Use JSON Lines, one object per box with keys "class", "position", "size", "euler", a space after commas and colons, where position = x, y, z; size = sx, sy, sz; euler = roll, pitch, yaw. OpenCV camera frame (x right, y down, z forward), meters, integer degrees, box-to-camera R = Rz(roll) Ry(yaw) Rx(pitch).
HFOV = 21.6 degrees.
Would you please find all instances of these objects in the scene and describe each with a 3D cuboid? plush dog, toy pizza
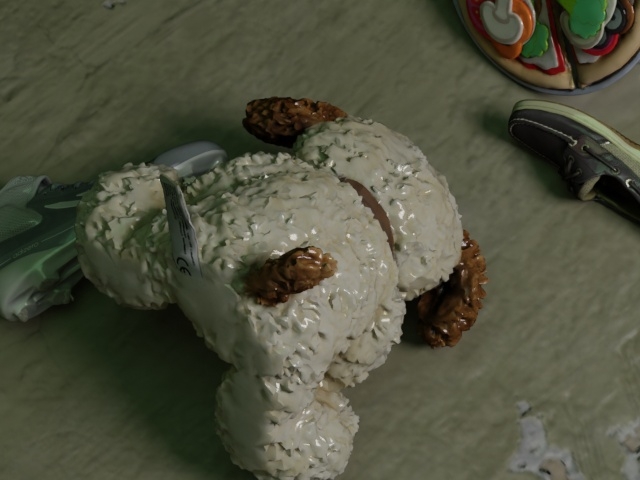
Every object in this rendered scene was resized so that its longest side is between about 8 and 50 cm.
{"class": "plush dog", "position": [0.000, 0.000, 1.139], "size": [0.262, 0.210, 0.225], "euler": [50, 50, 1]}
{"class": "toy pizza", "position": [0.159, -0.200, 1.209], "size": [0.032, 0.201, 0.201], "euler": [-24, 60, -41]}

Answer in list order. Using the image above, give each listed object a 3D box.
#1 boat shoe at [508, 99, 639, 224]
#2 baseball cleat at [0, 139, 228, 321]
{"class": "boat shoe", "position": [0.198, -0.052, 1.208], "size": [0.152, 0.056, 0.049], "euler": [27, 69, 18]}
{"class": "baseball cleat", "position": [-0.171, -0.030, 1.246], "size": [0.206, 0.072, 0.109], "euler": [-35, 60, -11]}
